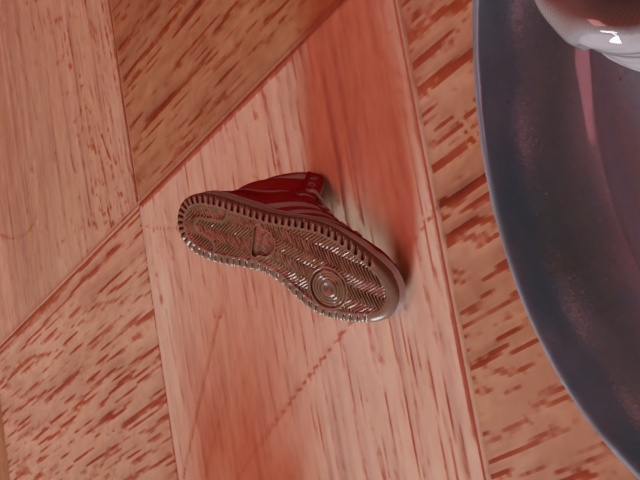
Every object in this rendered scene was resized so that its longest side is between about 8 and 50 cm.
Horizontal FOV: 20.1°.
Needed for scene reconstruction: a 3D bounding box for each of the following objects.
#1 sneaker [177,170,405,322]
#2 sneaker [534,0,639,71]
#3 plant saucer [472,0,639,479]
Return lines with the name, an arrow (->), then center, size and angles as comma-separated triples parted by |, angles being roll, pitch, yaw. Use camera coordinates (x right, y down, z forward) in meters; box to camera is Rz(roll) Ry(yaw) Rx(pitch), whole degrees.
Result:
sneaker -> 0.000, 0.000, 0.825 | 0.118, 0.067, 0.042 | 23, 113, 29
sneaker -> 0.120, -0.108, 0.384 | 0.232, 0.115, 0.090 | -63, 38, 44
plant saucer -> 0.143, -0.070, 0.520 | 0.317, 0.043, 0.318 | 9, 101, 63
